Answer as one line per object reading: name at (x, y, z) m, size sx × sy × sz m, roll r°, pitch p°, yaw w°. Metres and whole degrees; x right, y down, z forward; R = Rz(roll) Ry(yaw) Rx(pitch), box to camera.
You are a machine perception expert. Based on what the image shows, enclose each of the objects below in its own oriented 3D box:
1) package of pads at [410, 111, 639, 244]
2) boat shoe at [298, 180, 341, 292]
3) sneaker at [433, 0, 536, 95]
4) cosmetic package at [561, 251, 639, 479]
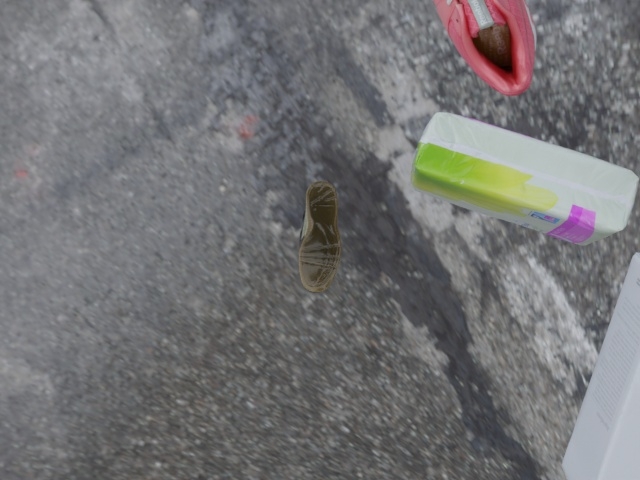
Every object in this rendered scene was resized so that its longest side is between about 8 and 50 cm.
package of pads at (0.276, -0.085, 1.760) m, size 0.296 × 0.229 × 0.101 m, roll 18°, pitch 87°, yaw 2°
boat shoe at (0.000, 0.000, 1.628) m, size 0.056 × 0.049 × 0.152 m, roll 6°, pitch 69°, yaw -1°
sneaker at (0.172, -0.297, 1.390) m, size 0.115 × 0.314 × 0.136 m, roll -25°, pitch 30°, yaw 14°
cosmetic package at (0.313, 0.138, 1.131) m, size 0.117 × 0.085 × 0.231 m, roll 11°, pitch 111°, yaw -12°
